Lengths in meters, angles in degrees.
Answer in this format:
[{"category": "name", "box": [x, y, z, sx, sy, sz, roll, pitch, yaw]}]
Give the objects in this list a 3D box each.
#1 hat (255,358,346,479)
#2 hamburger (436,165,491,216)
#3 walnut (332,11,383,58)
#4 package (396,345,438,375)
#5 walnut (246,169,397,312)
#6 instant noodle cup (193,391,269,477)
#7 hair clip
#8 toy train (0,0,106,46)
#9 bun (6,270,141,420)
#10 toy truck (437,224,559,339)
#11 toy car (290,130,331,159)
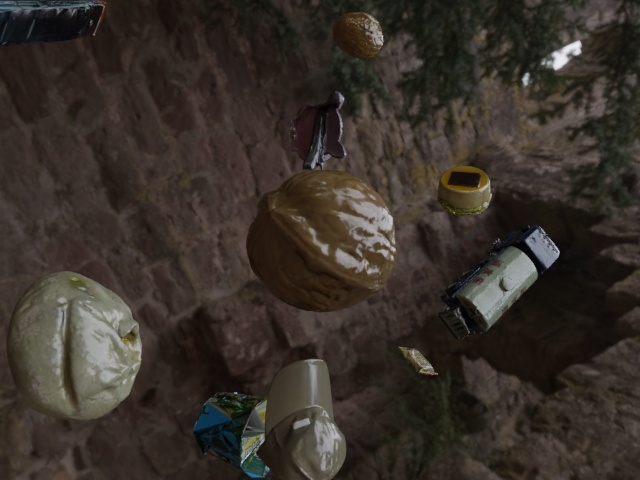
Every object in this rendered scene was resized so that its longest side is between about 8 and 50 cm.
[{"category": "hat", "box": [-0.011, 0.306, 1.159, 0.144, 0.166, 0.173, 34, -62, 49]}, {"category": "hamburger", "box": [0.333, -0.108, 1.579, 0.141, 0.126, 0.081, -88, 172, -51]}, {"category": "walnut", "box": [0.085, -0.471, 1.562, 0.124, 0.105, 0.105, 24, -6, -25]}, {"category": "package", "box": [0.295, 0.368, 2.079, 0.108, 0.031, 0.121, 20, 23, -51]}, {"category": "walnut", "box": [0.000, 0.000, 1.026, 0.228, 0.228, 0.228, 49, -25, 33]}, {"category": "instant noodle cup", "box": [-0.232, 0.545, 1.965, 0.178, 0.240, 0.240, 5, -55, 30]}, {"category": "hair clip", "box": [-0.010, -0.242, 1.580, 0.146, 0.056, 0.187, -7, -111, 32]}, {"category": "toy train", "box": [-0.530, -0.422, 1.266, 0.089, 0.409, 0.086, 26, -68, -1]}, {"category": "bun", "box": [-0.553, 0.245, 1.601, 0.365, 0.219, 0.365, -17, 90, -79]}, {"category": "toy truck", "box": [0.241, 0.055, 0.930, 0.074, 0.201, 0.088, 52, -27, 1]}, {"category": "toy car", "box": [-0.018, -0.253, 1.702, 0.142, 0.069, 0.055, 28, 9, -44]}]
